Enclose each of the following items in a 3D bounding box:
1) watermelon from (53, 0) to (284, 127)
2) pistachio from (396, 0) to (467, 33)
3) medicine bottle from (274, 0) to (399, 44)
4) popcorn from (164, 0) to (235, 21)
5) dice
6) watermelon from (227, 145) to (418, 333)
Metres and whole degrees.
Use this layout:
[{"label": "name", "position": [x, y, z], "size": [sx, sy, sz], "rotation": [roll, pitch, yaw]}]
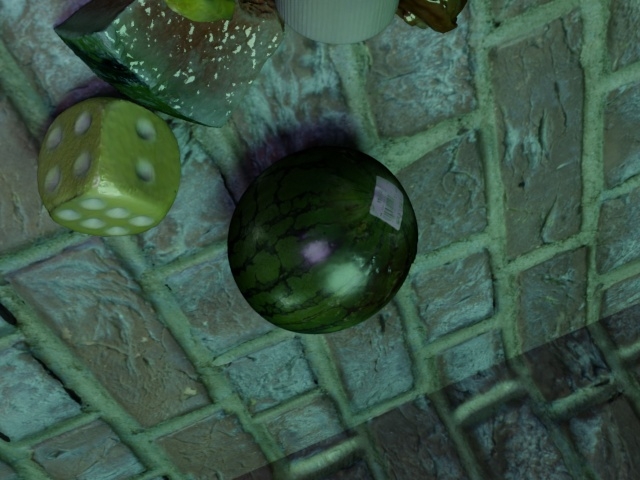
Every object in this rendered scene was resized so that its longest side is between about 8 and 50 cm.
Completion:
[{"label": "watermelon", "position": [-0.211, -0.290, 1.493], "size": [0.302, 0.151, 0.264], "rotation": [-39, 135, 17]}, {"label": "pistachio", "position": [0.174, -0.414, 1.596], "size": [0.165, 0.131, 0.210], "rotation": [-16, 137, -6]}, {"label": "medicine bottle", "position": [0.034, -0.458, 1.357], "size": [0.224, 0.224, 0.384], "rotation": [-15, 150, -13]}, {"label": "popcorn", "position": [-0.182, -0.409, 1.203], "size": [0.290, 0.321, 0.326], "rotation": [-17, 123, -23]}, {"label": "dice", "position": [-0.332, -0.112, 1.618], "size": [0.166, 0.169, 0.169], "rotation": [-19, 153, 36]}, {"label": "watermelon", "position": [0.000, 0.000, 1.868], "size": [0.363, 0.363, 0.363], "rotation": [-16, 145, -12]}]
